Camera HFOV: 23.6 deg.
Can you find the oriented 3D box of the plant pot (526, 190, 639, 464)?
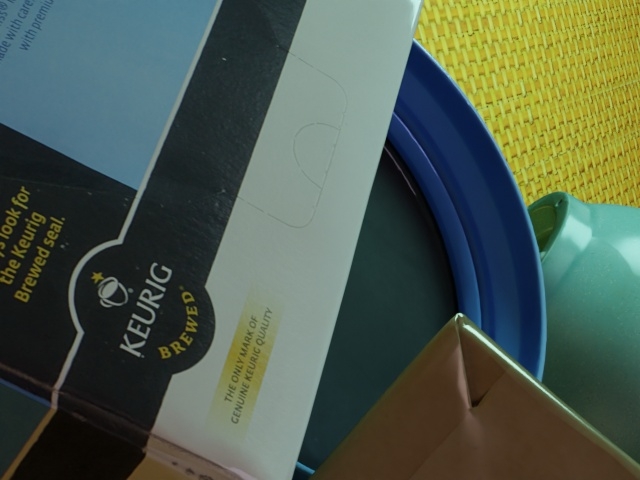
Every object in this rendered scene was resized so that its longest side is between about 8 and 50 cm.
[{"bbox_3d":[0.234,0.080,1.379,0.196,0.293,0.293,38,40,-10],"label":"plant pot"}]

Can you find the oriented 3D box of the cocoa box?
[{"bbox_3d":[-0.122,-0.014,0.727,0.228,0.231,0.347,27,47,-12],"label":"cocoa box"}]

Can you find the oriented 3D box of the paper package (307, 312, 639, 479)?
[{"bbox_3d":[0.013,0.225,0.746,0.168,0.325,0.309,41,73,6],"label":"paper package"}]

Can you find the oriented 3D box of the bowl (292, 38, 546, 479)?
[{"bbox_3d":[0.000,0.000,1.063,0.391,0.077,0.391,22,55,-35],"label":"bowl"}]
